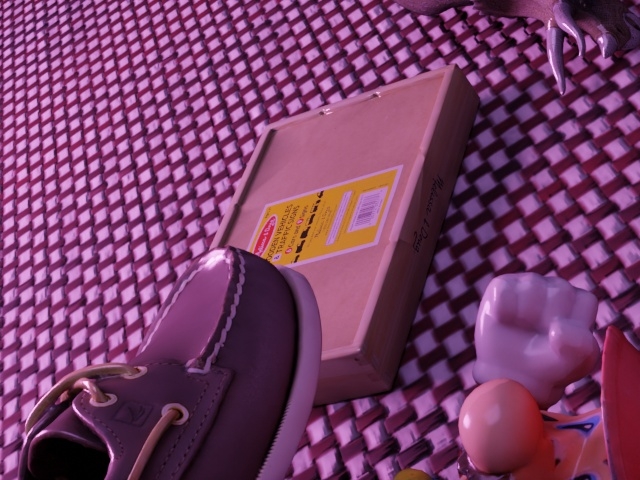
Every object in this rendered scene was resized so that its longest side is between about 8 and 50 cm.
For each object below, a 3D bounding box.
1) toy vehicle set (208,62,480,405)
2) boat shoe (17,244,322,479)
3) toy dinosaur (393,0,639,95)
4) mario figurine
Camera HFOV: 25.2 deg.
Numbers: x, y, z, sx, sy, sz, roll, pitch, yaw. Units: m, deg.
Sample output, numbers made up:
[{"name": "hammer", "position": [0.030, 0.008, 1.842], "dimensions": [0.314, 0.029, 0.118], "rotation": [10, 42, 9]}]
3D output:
[{"name": "toy vehicle set", "position": [0.000, 0.000, 0.937], "dimensions": [0.166, 0.035, 0.266], "rotation": [-15, 37, 34]}, {"name": "boat shoe", "position": [-0.086, 0.113, 0.626], "dimensions": [0.117, 0.097, 0.324], "rotation": [-35, 26, 43]}, {"name": "toy dinosaur", "position": [0.113, -0.212, 1.028], "dimensions": [0.160, 0.121, 0.314], "rotation": [-37, 32, -26]}, {"name": "mario figurine", "position": [0.039, 0.118, 0.598], "dimensions": [0.321, 0.170, 0.198], "rotation": [-29, 65, 28]}]
